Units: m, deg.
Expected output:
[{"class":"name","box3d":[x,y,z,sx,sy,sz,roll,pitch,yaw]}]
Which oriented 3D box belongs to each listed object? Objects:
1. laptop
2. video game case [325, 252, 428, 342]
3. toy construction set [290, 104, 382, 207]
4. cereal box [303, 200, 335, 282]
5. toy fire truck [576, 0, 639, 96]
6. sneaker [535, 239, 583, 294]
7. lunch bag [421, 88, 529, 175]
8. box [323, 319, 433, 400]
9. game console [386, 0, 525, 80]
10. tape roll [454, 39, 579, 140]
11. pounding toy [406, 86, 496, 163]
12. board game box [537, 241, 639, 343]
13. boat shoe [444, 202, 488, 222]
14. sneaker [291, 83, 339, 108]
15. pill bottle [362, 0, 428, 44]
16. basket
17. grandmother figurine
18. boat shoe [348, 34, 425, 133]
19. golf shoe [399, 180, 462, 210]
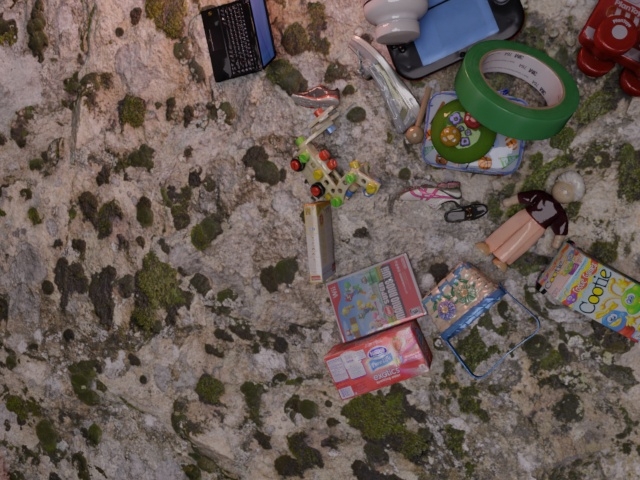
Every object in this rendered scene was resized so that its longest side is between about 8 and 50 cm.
[{"class":"laptop","box3d":[-0.259,-0.644,1.865,0.264,0.136,0.234,-10,95,16]},{"class":"video game case","box3d":[0.173,0.183,1.891,0.285,0.025,0.204,-22,73,17]},{"class":"toy construction set","box3d":[0.036,-0.243,1.834,0.215,0.151,0.327,-36,79,41]},{"class":"cereal box","box3d":[0.000,0.000,1.868,0.047,0.173,0.240,-2,97,15]},{"class":"toy fire truck","box3d":[0.847,-0.544,1.577,0.302,0.169,0.254,29,86,9]},{"class":"sneaker","box3d":[0.704,0.092,1.744,0.077,0.072,0.178,33,111,-2]},{"class":"lunch bag","box3d":[0.451,-0.316,1.732,0.303,0.115,0.243,9,98,15]},{"class":"box","box3d":[0.183,0.368,1.885,0.300,0.142,0.154,-24,91,17]},{"class":"game console","box3d":[0.357,-0.678,1.733,0.387,0.060,0.342,-21,92,17]},{"class":"tape roll","box3d":[0.523,-0.406,1.604,0.321,0.321,0.077,32,144,9]},{"class":"pounding toy","box3d":[0.363,-0.315,1.644,0.237,0.110,0.183,23,99,14]},{"class":"board game box","box3d":[0.774,0.141,1.654,0.275,0.142,0.144,27,105,-7]},{"class":"boat shoe","box3d":[0.439,-0.080,1.805,0.133,0.042,0.049,-12,92,15]},{"class":"sneaker","box3d":[-0.012,-0.455,1.877,0.158,0.061,0.065,7,73,13]},{"class":"pill bottle","box3d":[0.203,-0.722,1.662,0.181,0.181,0.323,-5,91,16]},{"class":"basket","box3d":[0.454,0.226,1.760,0.289,0.201,0.255,47,106,15]},{"class":"grandmother figurine","box3d":[0.623,-0.059,1.729,0.208,0.104,0.342,41,109,-2]},{"class":"boat shoe","box3d":[0.181,-0.469,1.783,0.103,0.118,0.320,-38,94,13]},{"class":"golf shoe","box3d":[0.331,-0.130,1.811,0.186,0.067,0.086,-5,93,16]}]
